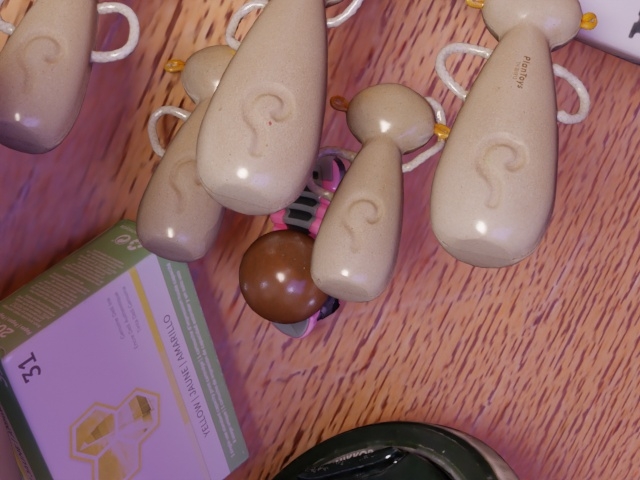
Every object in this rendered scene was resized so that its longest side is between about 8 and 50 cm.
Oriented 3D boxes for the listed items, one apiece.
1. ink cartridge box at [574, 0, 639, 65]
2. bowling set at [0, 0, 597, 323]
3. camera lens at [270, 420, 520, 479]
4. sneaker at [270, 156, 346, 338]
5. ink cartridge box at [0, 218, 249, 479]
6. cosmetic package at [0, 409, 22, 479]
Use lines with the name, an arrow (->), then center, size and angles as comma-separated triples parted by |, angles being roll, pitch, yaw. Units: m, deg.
ink cartridge box -> 0.224, -0.214, 0.713 | 0.306, 0.131, 0.226 | 10, 107, -36
bowling set -> -0.022, -0.058, 0.629 | 0.287, 0.200, 0.154 | 16, 66, -1
camera lens -> 0.075, 0.271, 0.795 | 0.219, 0.219, 0.274 | -41, 127, -9
sneaker -> 0.000, 0.000, 0.737 | 0.057, 0.047, 0.119 | -16, 124, -48
ink cartridge box -> -0.157, 0.118, 0.649 | 0.235, 0.056, 0.171 | -37, 129, -33
cosmetic package -> -0.266, 0.175, 0.347 | 0.327, 0.394, 0.329 | -8, 130, -7
